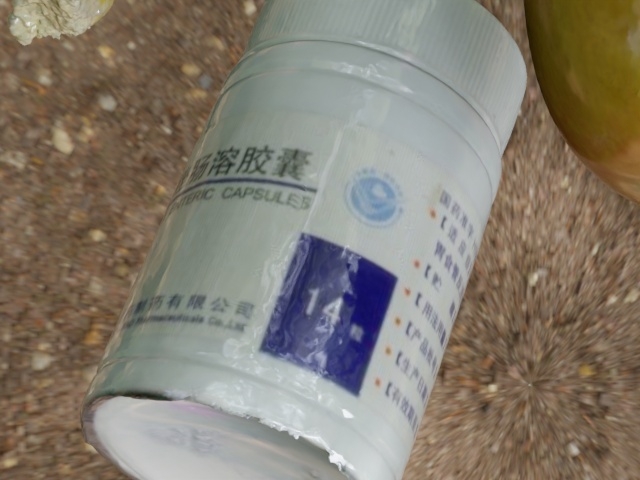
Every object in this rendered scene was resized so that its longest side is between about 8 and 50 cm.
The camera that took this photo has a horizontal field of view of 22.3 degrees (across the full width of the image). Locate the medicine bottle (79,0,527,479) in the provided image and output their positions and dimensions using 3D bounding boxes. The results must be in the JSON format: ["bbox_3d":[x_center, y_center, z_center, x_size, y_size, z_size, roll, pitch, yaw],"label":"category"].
[{"bbox_3d":[0.000,0.000,0.997,0.190,0.190,0.332,16,61,9],"label":"medicine bottle"}]

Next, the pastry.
[{"bbox_3d":[-0.232,-0.263,1.425,0.089,0.258,0.121,31,64,15],"label":"pastry"}]

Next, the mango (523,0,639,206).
[{"bbox_3d":[0.213,-0.156,0.878,0.211,0.173,0.317,2,74,-9],"label":"mango"}]
